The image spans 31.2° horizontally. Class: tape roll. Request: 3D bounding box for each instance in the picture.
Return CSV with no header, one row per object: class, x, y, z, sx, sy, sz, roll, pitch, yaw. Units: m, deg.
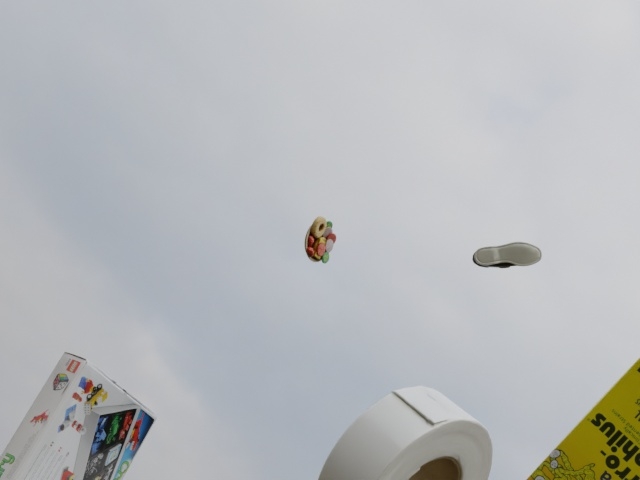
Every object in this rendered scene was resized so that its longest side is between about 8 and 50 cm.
tape roll,0.129,0.365,1.743,0.100,0.286,0.286,36,-24,42

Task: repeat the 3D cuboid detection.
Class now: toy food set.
toy food set,0.000,0.000,2.119,0.020,0.083,0.082,11,-13,35

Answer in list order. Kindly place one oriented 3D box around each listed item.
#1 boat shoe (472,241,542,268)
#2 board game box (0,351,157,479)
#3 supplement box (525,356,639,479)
boat shoe,0.339,0.030,2.089,0.038,0.125,0.046,110,-27,-80
board game box,-0.367,0.333,1.601,0.053,0.305,0.193,14,-25,35
supplement box,0.536,0.366,1.982,0.194,0.356,0.195,43,8,16
